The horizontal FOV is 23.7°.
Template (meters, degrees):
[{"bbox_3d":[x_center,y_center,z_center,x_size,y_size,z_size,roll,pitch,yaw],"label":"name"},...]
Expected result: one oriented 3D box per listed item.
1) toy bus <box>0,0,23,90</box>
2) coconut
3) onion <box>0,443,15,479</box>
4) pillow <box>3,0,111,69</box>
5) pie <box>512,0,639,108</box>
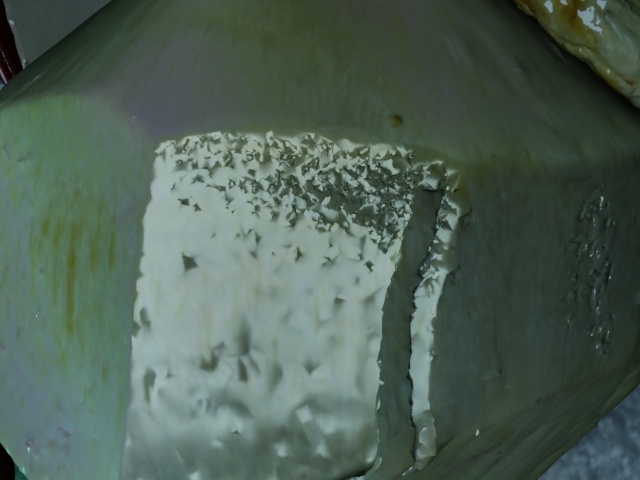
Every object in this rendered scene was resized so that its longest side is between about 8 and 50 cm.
[{"bbox_3d":[-0.228,-0.127,0.940,0.096,0.073,0.235,-21,97,17],"label":"toy bus"},{"bbox_3d":[0.000,0.000,0.746,0.352,0.352,0.352,6,107,21],"label":"coconut"},{"bbox_3d":[-0.325,0.155,0.949,0.276,0.276,0.276,6,107,21],"label":"onion"},{"bbox_3d":[-0.073,-0.175,0.857,0.270,0.067,0.173,-22,91,26],"label":"pillow"},{"bbox_3d":[0.149,-0.147,0.705,0.179,0.205,0.084,56,142,17],"label":"pie"}]
